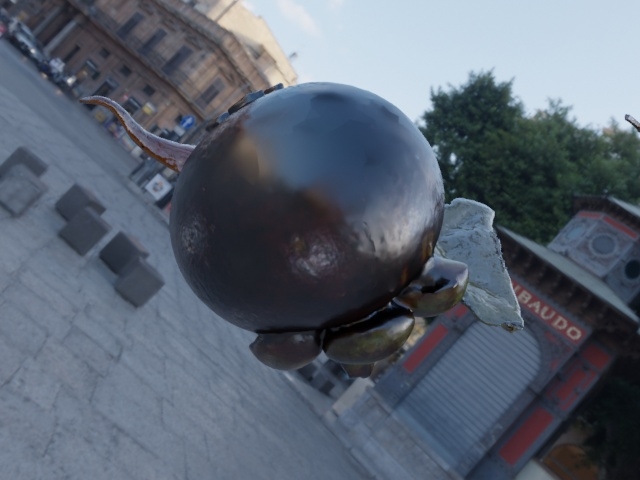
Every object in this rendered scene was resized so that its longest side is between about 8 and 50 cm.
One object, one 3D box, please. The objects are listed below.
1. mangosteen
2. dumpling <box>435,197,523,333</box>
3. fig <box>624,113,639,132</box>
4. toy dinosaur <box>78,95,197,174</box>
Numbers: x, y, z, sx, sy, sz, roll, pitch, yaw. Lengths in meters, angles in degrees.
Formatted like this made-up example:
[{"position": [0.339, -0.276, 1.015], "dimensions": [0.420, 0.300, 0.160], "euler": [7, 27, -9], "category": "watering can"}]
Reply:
[{"position": [0.000, 0.000, 0.671], "dimensions": [0.346, 0.307, 0.307], "euler": [62, -6, -5], "category": "mangosteen"}, {"position": [0.215, 0.034, 0.966], "dimensions": [0.166, 0.085, 0.332], "euler": [10, 33, -1], "category": "dumpling"}, {"position": [0.568, -0.129, 0.975], "dimensions": [0.201, 0.134, 0.146], "euler": [43, -48, 16], "category": "fig"}, {"position": [-0.185, -0.111, 1.024], "dimensions": [0.432, 0.097, 0.208], "euler": [15, 47, -58], "category": "toy dinosaur"}]
